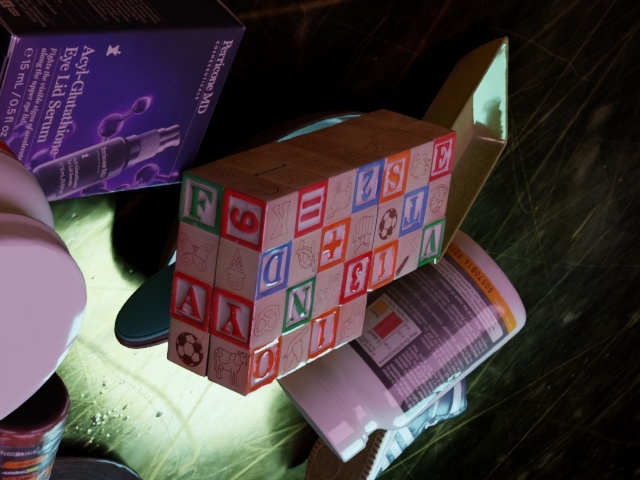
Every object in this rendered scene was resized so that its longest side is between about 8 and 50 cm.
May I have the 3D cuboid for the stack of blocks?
[{"bbox_3d":[0.000,0.000,1.170,0.297,0.087,0.171,-24,127,-51],"label":"stack of blocks"}]

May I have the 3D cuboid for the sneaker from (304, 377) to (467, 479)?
[{"bbox_3d":[0.096,0.255,1.819,0.153,0.099,0.282,1,126,-49],"label":"sneaker"}]

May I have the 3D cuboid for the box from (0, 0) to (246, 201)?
[{"bbox_3d":[-0.182,-0.121,0.986,0.207,0.108,0.153,-12,137,-42],"label":"box"}]

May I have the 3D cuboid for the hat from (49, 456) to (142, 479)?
[{"bbox_3d":[-0.298,0.382,1.471,0.331,0.134,0.331,-31,148,-22],"label":"hat"}]

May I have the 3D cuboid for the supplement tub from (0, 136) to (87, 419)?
[{"bbox_3d":[-0.284,-0.021,0.822,0.191,0.272,0.191,-31,148,-22],"label":"supplement tub"}]

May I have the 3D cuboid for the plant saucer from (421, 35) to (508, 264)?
[{"bbox_3d":[0.141,-0.099,1.420,0.188,0.045,0.188,-58,158,-26],"label":"plant saucer"}]

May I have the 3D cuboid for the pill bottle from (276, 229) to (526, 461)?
[{"bbox_3d":[0.093,0.123,1.579,0.278,0.162,0.162,-39,150,-8],"label":"pill bottle"}]

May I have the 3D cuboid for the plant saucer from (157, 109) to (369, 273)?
[{"bbox_3d":[-0.044,-0.015,1.351,0.310,0.050,0.310,-31,149,-21],"label":"plant saucer"}]

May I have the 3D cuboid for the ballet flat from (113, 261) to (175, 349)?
[{"bbox_3d":[-0.094,0.035,1.234,0.213,0.072,0.068,-41,149,-6],"label":"ballet flat"}]

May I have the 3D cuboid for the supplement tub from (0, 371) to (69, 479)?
[{"bbox_3d":[-0.305,0.207,1.262,0.106,0.106,0.198,-16,141,-39],"label":"supplement tub"}]
